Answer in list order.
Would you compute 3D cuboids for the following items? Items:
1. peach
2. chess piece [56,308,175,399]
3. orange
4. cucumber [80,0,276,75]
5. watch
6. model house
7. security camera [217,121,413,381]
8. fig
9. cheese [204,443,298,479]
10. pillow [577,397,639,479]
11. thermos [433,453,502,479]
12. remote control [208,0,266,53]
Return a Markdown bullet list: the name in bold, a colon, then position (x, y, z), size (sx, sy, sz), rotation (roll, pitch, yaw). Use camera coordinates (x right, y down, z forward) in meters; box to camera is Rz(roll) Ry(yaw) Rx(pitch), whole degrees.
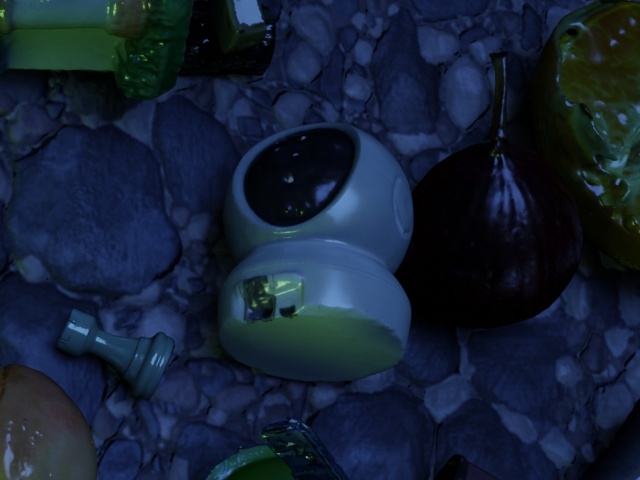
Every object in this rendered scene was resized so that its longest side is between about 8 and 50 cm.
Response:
- **peach**: position (-0.284, 0.191, 1.707), size (0.184, 0.184, 0.184), rotation (9, 67, -23)
- **chess piece**: position (-0.195, 0.103, 1.850), size (0.103, 0.067, 0.067), rotation (23, 62, -5)
- **orange**: position (0.353, -0.101, 2.115), size (0.262, 0.196, 0.335), rotation (-33, 92, -46)
- **cucumber**: position (-0.153, -0.211, 1.986), size (0.211, 0.062, 0.078), rotation (0, 71, -26)
- **watch**: position (-0.023, 0.345, 1.718), size (0.274, 0.068, 0.276), rotation (54, 54, -32)
- **model house**: position (-0.296, -0.283, 1.857), size (0.325, 0.194, 0.267), rotation (-3, 61, -11)
- **security camera**: position (0.000, 0.000, 1.910), size (0.194, 0.194, 0.236), rotation (16, 62, -20)
- **fig**: position (0.174, -0.029, 1.966), size (0.203, 0.249, 0.186), rotation (-32, 62, -26)
- **cheese**: position (-0.077, 0.285, 1.821), size (0.320, 0.083, 0.204), rotation (9, 69, -25)
- **pillow**: position (0.371, 0.295, 2.021), size (0.250, 0.106, 0.186), rotation (48, 65, -8)
- **thermos**: position (0.254, 0.327, 1.927), size (0.330, 0.109, 0.136), rotation (30, 47, -4)
- **remote control**: position (-0.107, -0.329, 1.925), size (0.038, 0.123, 0.285), rotation (-14, 87, -10)
